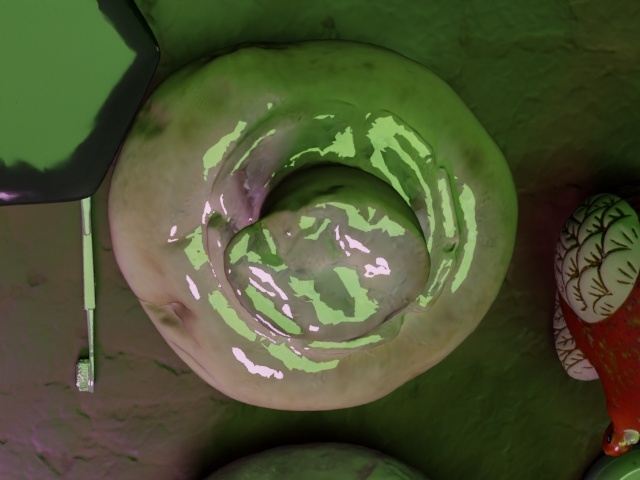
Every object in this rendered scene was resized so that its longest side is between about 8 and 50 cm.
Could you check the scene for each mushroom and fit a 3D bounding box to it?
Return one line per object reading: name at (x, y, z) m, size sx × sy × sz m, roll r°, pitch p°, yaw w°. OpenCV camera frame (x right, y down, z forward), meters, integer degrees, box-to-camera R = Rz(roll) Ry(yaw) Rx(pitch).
mushroom at (0.000, 0.000, 0.798) m, size 0.314 × 0.336 × 0.314 m, roll -1°, pitch 102°, yaw -3°

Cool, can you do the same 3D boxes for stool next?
stool at (-0.236, -0.136, 0.813) m, size 0.232 × 0.141 × 0.232 m, roll -2°, pitch 103°, yaw -11°

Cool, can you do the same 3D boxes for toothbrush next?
toothbrush at (-0.196, 0.036, 0.930) m, size 0.017 × 0.014 × 0.194 m, roll 1°, pitch 103°, yaw -11°

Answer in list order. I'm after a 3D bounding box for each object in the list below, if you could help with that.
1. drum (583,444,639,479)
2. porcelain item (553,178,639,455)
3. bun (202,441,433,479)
drum at (0.322, 0.319, 1.089) m, size 0.130 × 0.049 × 0.253 m, roll -15°, pitch 106°, yaw -8°
porcelain item at (0.291, 0.074, 0.926) m, size 0.253 × 0.253 × 0.253 m, roll -3°, pitch 104°, yaw -11°
bun at (0.004, 0.345, 0.934) m, size 0.354 × 0.194 × 0.354 m, roll 0°, pitch 89°, yaw -5°
